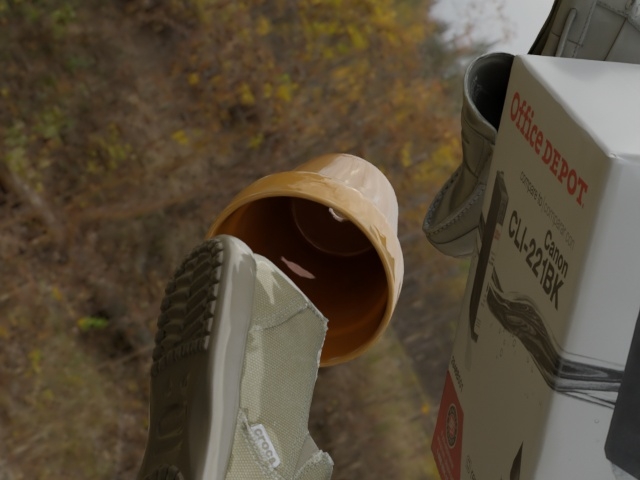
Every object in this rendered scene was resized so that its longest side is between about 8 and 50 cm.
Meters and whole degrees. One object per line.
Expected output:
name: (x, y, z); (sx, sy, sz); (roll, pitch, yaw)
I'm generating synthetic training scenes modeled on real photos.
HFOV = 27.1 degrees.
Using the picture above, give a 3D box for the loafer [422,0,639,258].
loafer: (0.151, -0.096, 0.983); (0.111, 0.319, 0.112); (26, 49, -10)

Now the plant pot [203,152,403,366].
plant pot: (0.000, 0.000, 1.416); (0.205, 0.205, 0.188); (63, 27, -18)

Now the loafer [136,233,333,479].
loafer: (-0.045, 0.131, 0.688); (0.102, 0.092, 0.268); (-20, -123, 59)

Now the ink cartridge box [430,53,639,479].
ink cartridge box: (0.154, 0.052, 0.733); (0.197, 0.114, 0.272); (-104, -157, -67)
